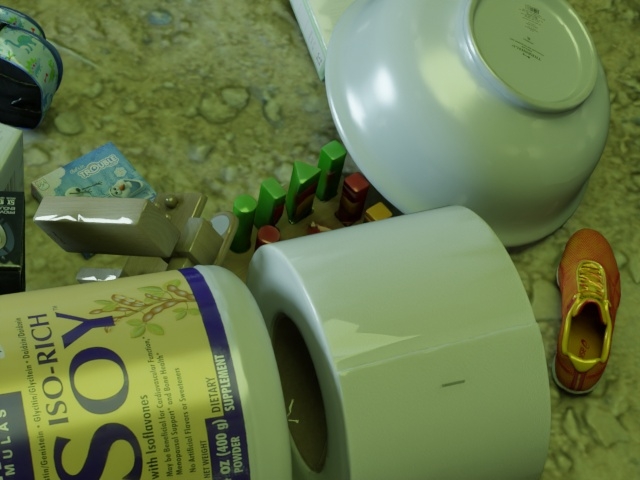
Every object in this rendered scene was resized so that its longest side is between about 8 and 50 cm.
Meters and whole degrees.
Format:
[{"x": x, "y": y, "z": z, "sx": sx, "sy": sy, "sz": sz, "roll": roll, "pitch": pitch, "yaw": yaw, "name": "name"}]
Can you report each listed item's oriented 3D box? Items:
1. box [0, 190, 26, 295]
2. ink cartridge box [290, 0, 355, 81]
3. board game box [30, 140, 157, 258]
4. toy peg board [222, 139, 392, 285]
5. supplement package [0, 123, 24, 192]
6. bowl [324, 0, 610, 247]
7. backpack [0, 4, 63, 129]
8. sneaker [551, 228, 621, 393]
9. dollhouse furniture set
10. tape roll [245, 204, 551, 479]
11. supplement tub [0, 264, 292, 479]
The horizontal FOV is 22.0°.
[{"x": -0.315, "y": 0.041, "z": 1.342, "sx": 0.147, "sy": 0.180, "sz": 0.077, "roll": 2, "pitch": 54, "yaw": -9, "name": "box"}, {"x": 0.082, "y": -0.188, "z": 1.650, "sx": 0.171, "sy": 0.056, "sz": 0.235, "roll": -15, "pitch": 73, "yaw": -18, "name": "ink cartridge box"}, {"x": -0.204, "y": -0.038, "z": 1.515, "sx": 0.090, "sy": 0.020, "sz": 0.090, "roll": -31, "pitch": 64, "yaw": -27, "name": "board game box"}, {"x": 0.000, "y": 0.000, "z": 1.487, "sx": 0.161, "sy": 0.079, "sz": 0.160, "roll": -32, "pitch": 66, "yaw": -27, "name": "toy peg board"}, {"x": -0.364, "y": -0.057, "z": 1.449, "sx": 0.179, "sy": 0.105, "sz": 0.105, "roll": 19, "pitch": 55, "yaw": 3, "name": "supplement package"}, {"x": 0.164, "y": -0.151, "z": 1.535, "sx": 0.298, "sy": 0.134, "sz": 0.298, "roll": 13, "pitch": 59, "yaw": -24, "name": "bowl"}, {"x": -0.298, "y": -0.165, "z": 1.536, "sx": 0.114, "sy": 0.105, "sz": 0.084, "roll": 22, "pitch": 55, "yaw": 3, "name": "backpack"}, {"x": 0.248, "y": 0.056, "z": 1.498, "sx": 0.064, "sy": 0.067, "sz": 0.175, "roll": 9, "pitch": 53, "yaw": -1, "name": "sneaker"}, {"x": -0.144, "y": -0.026, "z": 1.391, "sx": 0.144, "sy": 0.151, "sz": 0.123, "roll": 2, "pitch": 59, "yaw": 35, "name": "dollhouse furniture set"}, {"x": 0.056, "y": 0.105, "z": 1.323, "sx": 0.169, "sy": 0.246, "sz": 0.246, "roll": -12, "pitch": 58, "yaw": -18, "name": "tape roll"}, {"x": -0.207, "y": 0.155, "z": 1.244, "sx": 0.331, "sy": 0.241, "sz": 0.241, "roll": -8, "pitch": 57, "yaw": -15, "name": "supplement tub"}]
